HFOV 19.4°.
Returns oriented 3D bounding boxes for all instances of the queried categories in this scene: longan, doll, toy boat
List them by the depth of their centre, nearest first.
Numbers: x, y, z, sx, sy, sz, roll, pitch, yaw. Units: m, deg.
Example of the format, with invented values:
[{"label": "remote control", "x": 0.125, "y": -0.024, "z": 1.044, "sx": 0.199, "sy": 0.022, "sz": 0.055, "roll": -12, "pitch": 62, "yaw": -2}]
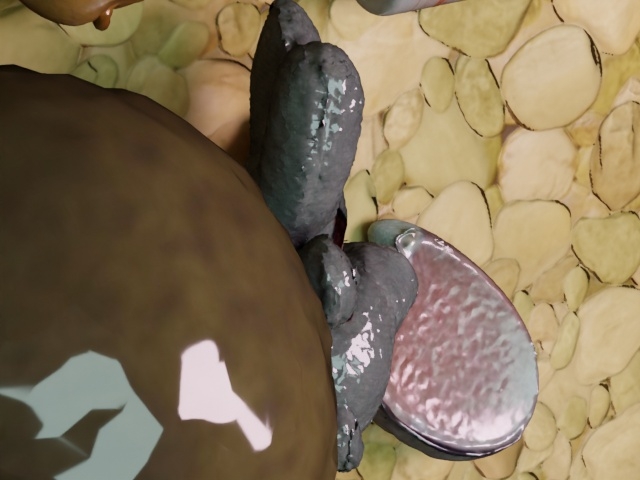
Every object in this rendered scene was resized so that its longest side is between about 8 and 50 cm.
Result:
[{"label": "longan", "x": -0.196, "y": 0.090, "z": 1.180, "sx": 0.404, "sy": 0.404, "sz": 0.436, "roll": -43, "pitch": 100, "yaw": -12}, {"label": "doll", "x": 0.007, "y": 0.002, "z": 1.360, "sx": 0.158, "sy": 0.246, "sz": 0.340, "roll": 2, "pitch": 112, "yaw": -16}, {"label": "toy boat", "x": 0.086, "y": 0.089, "z": 1.554, "sx": 0.227, "sy": 0.085, "sz": 0.155, "roll": 44, "pitch": 73, "yaw": -24}]

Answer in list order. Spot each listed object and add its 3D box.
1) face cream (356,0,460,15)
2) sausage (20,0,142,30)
[{"label": "face cream", "x": 0.141, "y": -0.241, "z": 1.442, "sx": 0.251, "sy": 0.101, "sz": 0.101, "roll": -14, "pitch": 114, "yaw": -28}, {"label": "sausage", "x": -0.150, "y": -0.259, "z": 1.240, "sx": 0.136, "sy": 0.120, "sz": 0.241, "roll": 2, "pitch": 107, "yaw": -20}]
